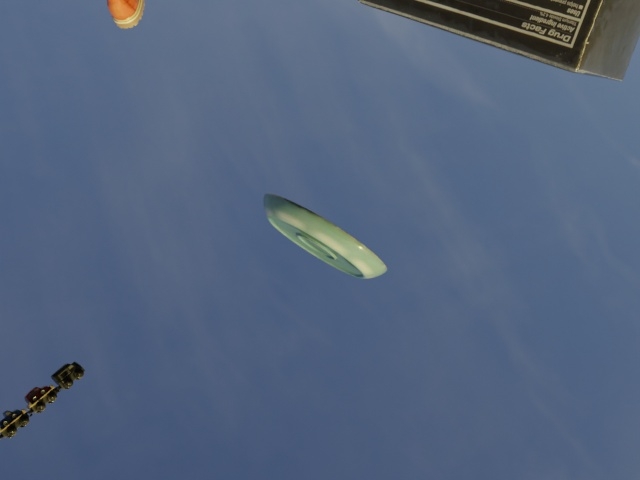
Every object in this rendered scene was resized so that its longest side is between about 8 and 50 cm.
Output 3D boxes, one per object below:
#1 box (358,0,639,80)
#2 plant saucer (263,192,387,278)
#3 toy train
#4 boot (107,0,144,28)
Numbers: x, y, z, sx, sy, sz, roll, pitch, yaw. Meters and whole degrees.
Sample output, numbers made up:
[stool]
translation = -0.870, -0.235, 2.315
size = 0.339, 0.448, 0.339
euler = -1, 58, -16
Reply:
[box]
translation = 0.241, -0.368, 1.022
size = 0.296, 0.293, 0.183
euler = 27, -162, 30
[plant saucer]
translation = 0.000, 0.000, 1.957
size = 0.318, 0.317, 0.043
euler = 33, -99, -2
[toy train]
translation = -0.418, 0.235, 1.321
size = 0.036, 0.027, 0.158
euler = 50, -123, -4
[boot]
translation = -0.298, -0.412, 1.355
size = 0.059, 0.084, 0.157
euler = -5, -115, 11
